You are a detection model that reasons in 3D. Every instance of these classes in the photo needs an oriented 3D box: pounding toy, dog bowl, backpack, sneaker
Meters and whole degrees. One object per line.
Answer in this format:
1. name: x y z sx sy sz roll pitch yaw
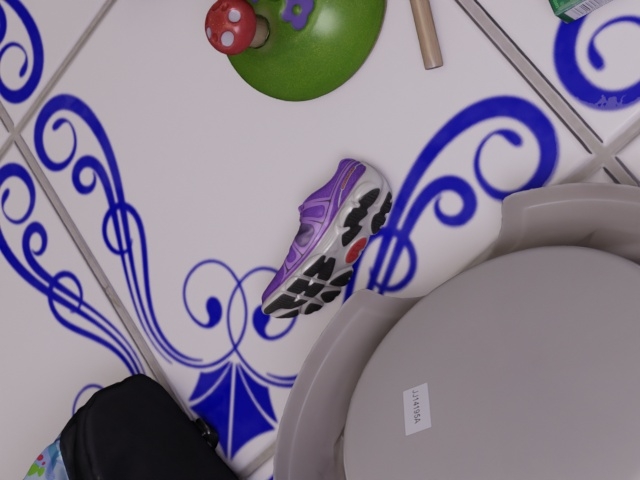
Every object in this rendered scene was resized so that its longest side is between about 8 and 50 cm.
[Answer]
1. pounding toy: -0.021 -0.224 0.797 0.236 0.110 0.183 -4 89 33
2. dog bowl: 0.138 0.121 0.607 0.348 0.102 0.349 -27 34 20
3. backpack: -0.230 0.364 0.881 0.290 0.273 0.356 48 124 18
4. sneaker: 0.000 0.000 0.828 0.170 0.068 0.071 -54 50 12

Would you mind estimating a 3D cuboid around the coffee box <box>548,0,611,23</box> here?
1. coffee box: 0.243 -0.255 0.668 0.184 0.040 0.113 -27 75 30
